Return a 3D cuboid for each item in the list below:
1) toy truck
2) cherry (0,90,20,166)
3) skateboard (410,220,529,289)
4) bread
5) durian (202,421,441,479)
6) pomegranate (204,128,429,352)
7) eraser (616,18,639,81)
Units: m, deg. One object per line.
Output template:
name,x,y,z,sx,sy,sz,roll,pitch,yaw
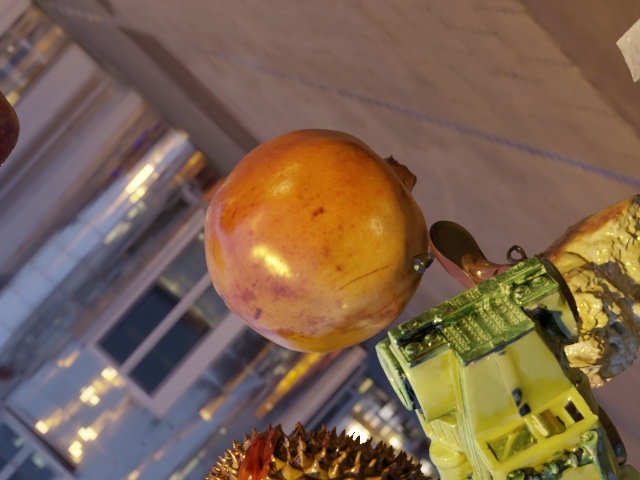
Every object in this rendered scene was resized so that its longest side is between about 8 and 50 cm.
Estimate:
toy truck,0.141,0.141,0.875,0.260,0.128,0.135,66,174,-28
cherry,-0.419,-0.132,1.581,0.176,0.140,0.176,28,141,26
skateboard,0.174,0.029,1.498,0.151,0.067,0.080,38,132,23
bread,0.346,0.088,1.892,0.192,0.314,0.171,-23,110,48
durian,-0.008,0.390,1.845,0.347,0.384,0.348,-20,-90,-89
pomegranate,0.000,0.000,1.626,0.264,0.264,0.264,42,176,3
eraser,0.583,-0.298,1.954,0.144,0.343,0.078,128,126,-62
